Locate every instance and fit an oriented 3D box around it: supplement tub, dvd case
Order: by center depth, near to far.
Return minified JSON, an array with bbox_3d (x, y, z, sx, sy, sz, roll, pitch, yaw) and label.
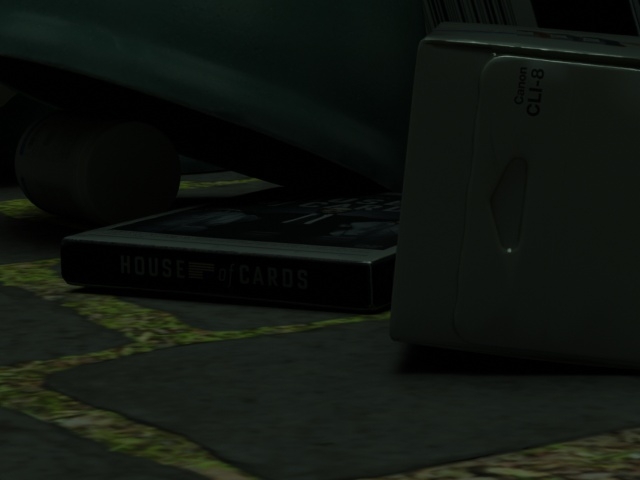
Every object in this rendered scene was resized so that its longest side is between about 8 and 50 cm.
[{"bbox_3d":[0.000,0.000,1.070,0.179,0.029,0.239,4,10,27],"label":"dvd case"},{"bbox_3d":[-0.143,-0.046,1.253,0.071,0.071,0.107,-7,11,-32],"label":"supplement tub"}]

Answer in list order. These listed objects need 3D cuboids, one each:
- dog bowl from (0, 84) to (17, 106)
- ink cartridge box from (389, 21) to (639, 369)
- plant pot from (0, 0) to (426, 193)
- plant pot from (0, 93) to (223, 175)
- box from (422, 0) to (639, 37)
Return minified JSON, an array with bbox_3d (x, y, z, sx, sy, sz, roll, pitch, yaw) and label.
[{"bbox_3d":[-0.328,-0.210,1.546,0.349,0.348,0.102,6,-32,41],"label":"dog bowl"},{"bbox_3d":[0.103,-0.025,0.865,0.127,0.128,0.176,6,10,6],"label":"ink cartridge box"},{"bbox_3d":[-0.056,-0.158,1.246,0.293,0.196,0.293,18,-4,1],"label":"plant pot"},{"bbox_3d":[-0.165,-0.165,1.638,0.290,0.195,0.290,-1,9,0],"label":"plant pot"},{"bbox_3d":[0.216,-0.214,1.537,0.293,0.212,0.395,-15,1,42],"label":"box"}]
